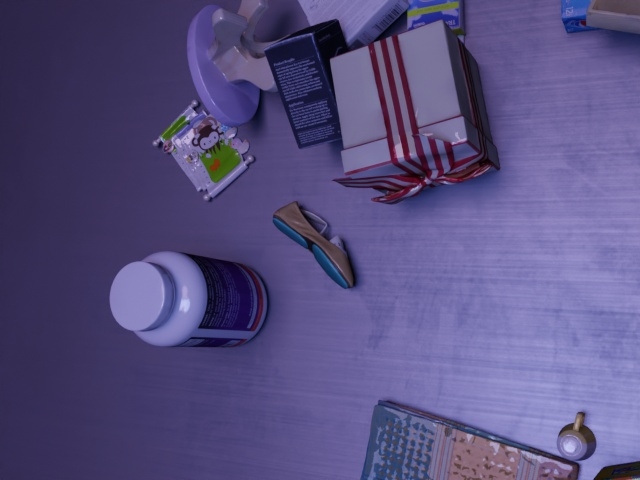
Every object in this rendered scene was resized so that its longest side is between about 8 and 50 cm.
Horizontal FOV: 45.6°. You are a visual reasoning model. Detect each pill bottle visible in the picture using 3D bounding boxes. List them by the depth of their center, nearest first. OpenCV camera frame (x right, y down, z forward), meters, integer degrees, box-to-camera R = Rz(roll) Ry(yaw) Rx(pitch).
[{"bbox_3d":[-0.253,0.117,1.483,0.182,0.323,0.181,-4,80,26],"label":"pill bottle"}]

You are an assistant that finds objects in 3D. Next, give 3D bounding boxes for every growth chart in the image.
[{"bbox_3d":[-0.260,-0.206,1.707,0.172,0.021,0.237,-48,66,12],"label":"growth chart"}]

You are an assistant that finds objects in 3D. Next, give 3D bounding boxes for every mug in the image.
[{"bbox_3d":[0.417,0.329,1.261,0.062,0.064,0.078,-23,73,23],"label":"mug"}]

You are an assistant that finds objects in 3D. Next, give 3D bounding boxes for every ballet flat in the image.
[{"bbox_3d":[0.000,0.000,1.518,0.073,0.080,0.232,-40,66,-16],"label":"ballet flat"}]

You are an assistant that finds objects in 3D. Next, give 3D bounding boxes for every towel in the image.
[{"bbox_3d":[0.242,0.463,1.346,0.370,0.040,0.271,12,89,26],"label":"towel"}]

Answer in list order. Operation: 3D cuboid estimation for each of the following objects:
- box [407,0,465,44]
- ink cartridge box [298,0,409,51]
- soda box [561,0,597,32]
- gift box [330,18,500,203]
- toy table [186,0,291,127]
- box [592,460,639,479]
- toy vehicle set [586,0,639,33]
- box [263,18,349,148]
[{"bbox_3d":[0.225,-0.463,1.488,0.109,0.042,0.178,-4,80,27],"label":"box"},{"bbox_3d":[0.061,-0.493,1.570,0.189,0.066,0.232,-41,45,24],"label":"ink cartridge box"},{"bbox_3d":[0.467,-0.484,1.352,0.067,0.071,0.210,0,83,26],"label":"soda box"},{"bbox_3d":[0.156,-0.210,1.361,0.255,0.276,0.258,-15,77,29],"label":"gift box"},{"bbox_3d":[-0.156,-0.392,1.576,0.161,0.252,0.274,-24,81,39],"label":"toy table"},{"bbox_3d":[0.578,0.461,1.099,0.279,0.177,0.289,-18,75,22],"label":"box"},{"bbox_3d":[0.569,-0.454,1.263,0.166,0.035,0.266,20,70,28],"label":"toy vehicle set"},{"bbox_3d":[-0.003,-0.303,1.470,0.108,0.153,0.207,-11,109,26],"label":"box"}]
